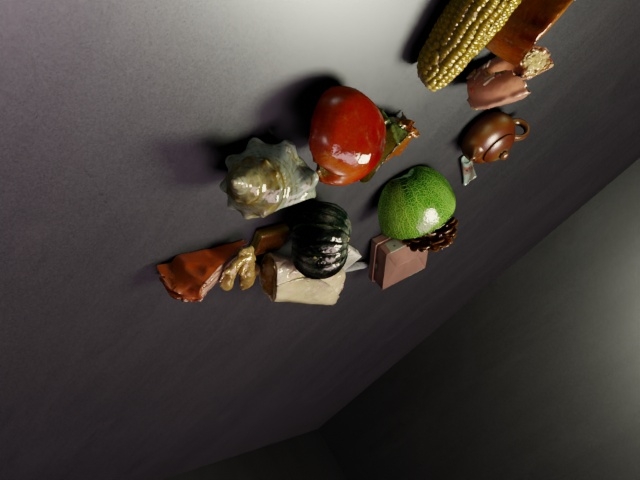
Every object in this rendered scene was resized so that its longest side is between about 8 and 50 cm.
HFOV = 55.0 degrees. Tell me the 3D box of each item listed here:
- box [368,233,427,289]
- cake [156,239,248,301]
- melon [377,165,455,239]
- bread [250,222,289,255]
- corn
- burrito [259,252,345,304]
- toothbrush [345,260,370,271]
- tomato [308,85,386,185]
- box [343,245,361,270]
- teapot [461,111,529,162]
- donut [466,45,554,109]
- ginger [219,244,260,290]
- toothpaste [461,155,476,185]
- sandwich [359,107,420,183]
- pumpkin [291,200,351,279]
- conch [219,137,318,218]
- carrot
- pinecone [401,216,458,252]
[{"bbox_3d":[0.285,0.051,2.212,0.215,0.086,0.215,-24,142,-21],"label":"box"},{"bbox_3d":[-0.284,0.078,1.611,0.287,0.135,0.098,-24,140,-42],"label":"cake"},{"bbox_3d":[0.296,-0.119,1.856,0.265,0.129,0.169,-32,122,-7],"label":"melon"},{"bbox_3d":[-0.142,-0.004,1.711,0.095,0.035,0.090,-15,149,-34],"label":"bread"},{"bbox_3d":[0.324,-0.477,1.323,0.130,0.130,0.347,-9,148,-42],"label":"corn"},{"bbox_3d":[-0.062,0.115,1.815,0.299,0.105,0.143,12,123,-42],"label":"burrito"},{"bbox_3d":[0.181,0.086,2.257,0.414,0.042,0.035,-7,144,-40],"label":"toothbrush"},{"bbox_3d":[0.071,-0.226,1.362,0.233,0.140,0.200,57,50,-68],"label":"tomato"},{"bbox_3d":[0.073,0.051,2.059,0.084,0.040,0.154,-38,156,11],"label":"box"},{"bbox_3d":[0.540,-0.305,1.876,0.252,0.135,0.178,-24,157,-19],"label":"teapot"},{"bbox_3d":[0.460,-0.413,1.552,0.199,0.085,0.233,-6,-147,46],"label":"donut"},{"bbox_3d":[-0.202,0.077,1.662,0.193,0.053,0.176,-47,166,-52],"label":"ginger"},{"bbox_3d":[0.497,-0.234,2.067,0.056,0.036,0.205,-38,159,5],"label":"toothpaste"},{"bbox_3d":[0.151,-0.245,1.566,0.184,0.109,0.160,-50,171,27],"label":"sandwich"},{"bbox_3d":[0.000,0.000,1.685,0.162,0.220,0.220,4,155,9],"label":"pumpkin"},{"bbox_3d":[-0.098,-0.147,1.369,0.386,0.203,0.169,-39,143,-59],"label":"conch"},{"bbox_3d":[0.515,-0.532,1.407,0.307,0.100,0.258,-43,176,-18],"label":"carrot"},{"bbox_3d":[0.357,-0.060,2.043,0.208,0.207,0.207,-27,154,-14],"label":"pinecone"}]
